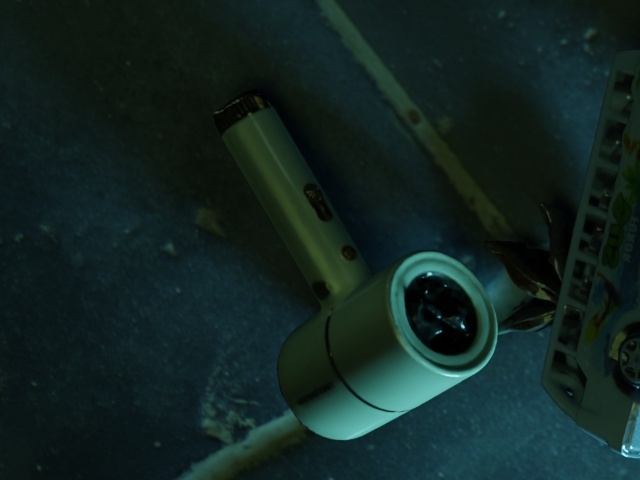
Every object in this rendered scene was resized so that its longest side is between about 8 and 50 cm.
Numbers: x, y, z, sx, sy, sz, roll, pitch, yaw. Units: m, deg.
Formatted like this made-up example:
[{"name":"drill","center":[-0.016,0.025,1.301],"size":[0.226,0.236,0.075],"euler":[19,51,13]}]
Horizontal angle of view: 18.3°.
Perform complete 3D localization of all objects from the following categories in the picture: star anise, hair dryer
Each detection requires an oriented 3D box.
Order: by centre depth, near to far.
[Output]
[{"name":"star anise","center":[0.227,0.049,1.801],"size":[0.180,0.061,0.204],"euler":[6,117,37]},{"name":"hair dryer","center":[0.000,0.000,1.882],"size":[0.203,0.128,0.362],"euler":[-35,84,50]}]

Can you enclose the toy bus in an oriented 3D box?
[{"name":"toy bus","center":[0.277,0.007,1.644],"size":[0.136,0.109,0.330],"euler":[22,104,46]}]
